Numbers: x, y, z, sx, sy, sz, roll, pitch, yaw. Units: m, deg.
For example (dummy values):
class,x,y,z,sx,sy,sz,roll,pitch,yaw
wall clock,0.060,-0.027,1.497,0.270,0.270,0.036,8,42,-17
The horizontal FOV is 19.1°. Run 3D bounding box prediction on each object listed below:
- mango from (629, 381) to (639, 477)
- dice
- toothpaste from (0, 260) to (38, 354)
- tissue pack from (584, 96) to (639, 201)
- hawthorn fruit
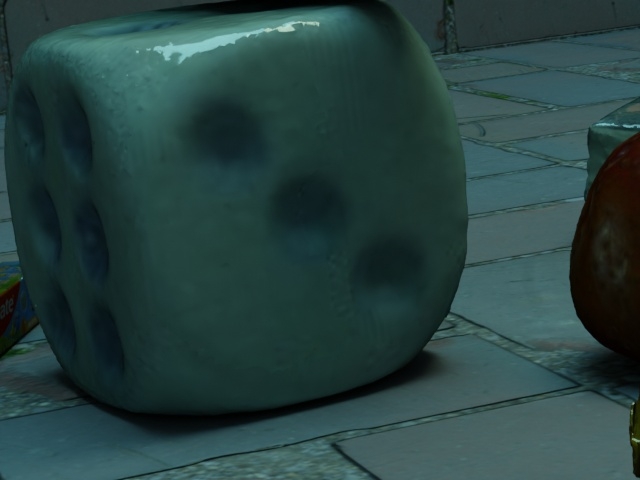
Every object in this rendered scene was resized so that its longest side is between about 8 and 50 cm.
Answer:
class,x,y,z,sx,sy,sz,roll,pitch,yaw
mango,0.292,0.082,0.998,0.252,0.126,0.154,5,-7,8
dice,-0.067,-0.034,1.380,0.262,0.268,0.264,-11,13,-27
toothpaste,-0.271,0.051,1.555,0.044,0.070,0.193,-2,12,9
tissue pack,0.405,-0.085,1.775,0.228,0.103,0.315,13,19,25
hawthorn fruit,0.260,-0.014,1.296,0.179,0.200,0.179,0,15,0
